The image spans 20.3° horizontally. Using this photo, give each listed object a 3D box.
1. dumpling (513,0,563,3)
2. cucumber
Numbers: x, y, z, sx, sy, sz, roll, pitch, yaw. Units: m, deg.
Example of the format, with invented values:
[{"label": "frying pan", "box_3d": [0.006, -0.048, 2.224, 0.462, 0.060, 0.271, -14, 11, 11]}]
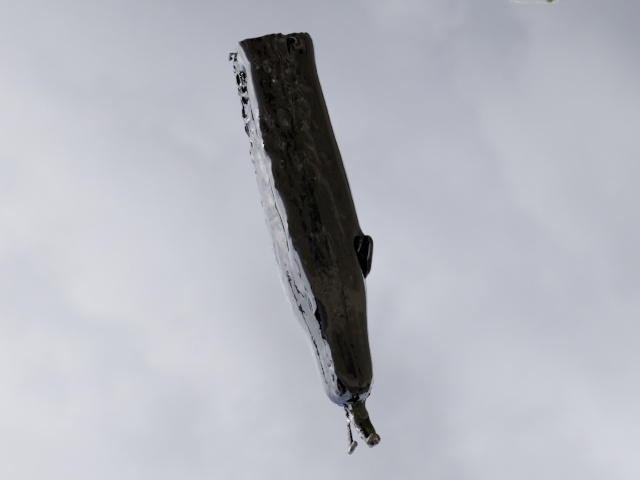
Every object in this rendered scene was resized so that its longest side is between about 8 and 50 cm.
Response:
[{"label": "dumpling", "box_3d": [0.123, -0.179, 1.108, 0.076, 0.052, 0.057, 1, -134, -24]}, {"label": "cucumber", "box_3d": [0.000, 0.000, 0.679, 0.043, 0.039, 0.163, 71, -176, -81]}]
